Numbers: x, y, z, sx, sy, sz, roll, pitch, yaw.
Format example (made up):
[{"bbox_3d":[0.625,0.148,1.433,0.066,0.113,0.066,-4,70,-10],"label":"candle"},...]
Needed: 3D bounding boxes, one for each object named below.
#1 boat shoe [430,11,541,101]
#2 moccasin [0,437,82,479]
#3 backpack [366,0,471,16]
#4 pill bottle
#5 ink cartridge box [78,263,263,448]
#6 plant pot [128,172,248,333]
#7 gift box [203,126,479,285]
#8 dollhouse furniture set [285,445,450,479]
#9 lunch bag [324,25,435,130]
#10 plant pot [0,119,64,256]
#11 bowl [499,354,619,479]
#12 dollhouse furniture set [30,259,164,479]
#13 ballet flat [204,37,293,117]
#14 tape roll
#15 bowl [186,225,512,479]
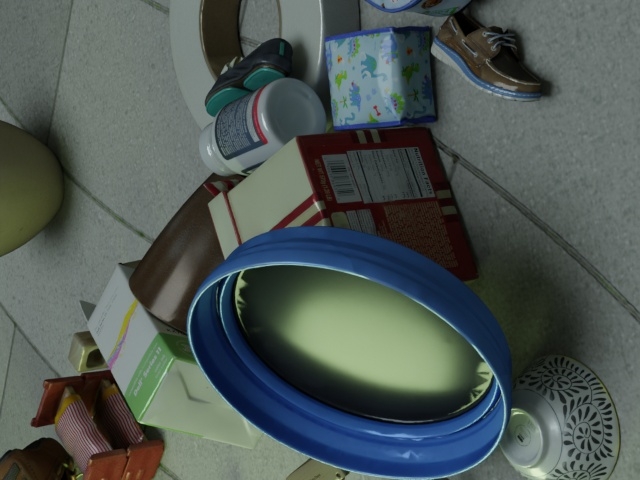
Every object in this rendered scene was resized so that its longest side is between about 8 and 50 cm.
[{"bbox_3d":[0.199,-0.223,1.637,0.183,0.066,0.066,39,123,42],"label":"boat shoe"},{"bbox_3d":[-0.502,0.441,2.496,0.147,0.139,0.380,42,170,2],"label":"moccasin"},{"bbox_3d":[0.099,-0.402,1.635,0.263,0.213,0.276,46,127,24],"label":"backpack"},{"bbox_3d":[-0.085,-0.147,1.867,0.180,0.108,0.108,-17,82,51],"label":"pill bottle"},{"bbox_3d":[-0.216,0.153,2.071,0.119,0.207,0.353,-62,34,14],"label":"ink cartridge box"},{"bbox_3d":[-0.139,0.004,2.020,0.215,0.215,0.230,40,110,41],"label":"plant pot"},{"bbox_3d":[0.000,0.000,1.770,0.258,0.276,0.255,-36,62,50],"label":"gift box"},{"bbox_3d":[0.098,0.357,1.833,0.242,0.161,0.212,53,131,4],"label":"dollhouse furniture set"},{"bbox_3d":[0.069,-0.209,1.782,0.151,0.096,0.128,-1,95,42],"label":"lunch bag"},{"bbox_3d":[-0.595,-0.103,2.570,0.284,0.191,0.284,13,107,51],"label":"plant pot"},{"bbox_3d":[0.262,0.225,1.620,0.170,0.080,0.170,13,107,50],"label":"bowl"},{"bbox_3d":[-0.354,0.241,2.351,0.201,0.152,0.374,49,131,36],"label":"dollhouse furniture set"},{"bbox_3d":[-0.097,-0.229,1.907,0.203,0.074,0.074,-26,76,57],"label":"ballet flat"},{"bbox_3d":[-0.090,-0.314,1.989,0.392,0.072,0.392,13,107,51],"label":"tape roll"},{"bbox_3d":[0.039,0.134,1.605,0.391,0.077,0.391,15,140,13],"label":"bowl"}]
